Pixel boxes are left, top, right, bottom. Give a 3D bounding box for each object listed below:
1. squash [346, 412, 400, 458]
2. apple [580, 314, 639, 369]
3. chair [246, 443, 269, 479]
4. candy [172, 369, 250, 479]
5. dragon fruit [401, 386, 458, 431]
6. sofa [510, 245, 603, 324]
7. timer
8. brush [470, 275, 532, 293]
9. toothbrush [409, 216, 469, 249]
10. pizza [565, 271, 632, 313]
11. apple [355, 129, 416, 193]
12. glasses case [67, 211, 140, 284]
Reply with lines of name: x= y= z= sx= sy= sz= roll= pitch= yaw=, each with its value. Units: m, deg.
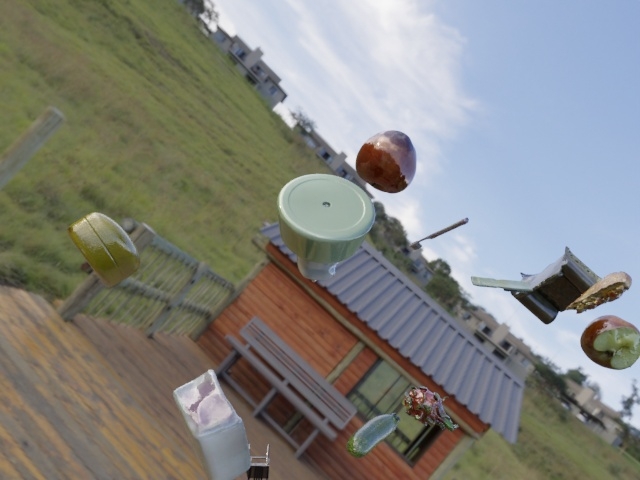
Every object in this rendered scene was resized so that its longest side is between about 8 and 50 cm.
squash: x=0.184 y=0.654 z=1.807 sx=0.087 sy=0.087 sz=0.332 roll=40 pitch=25 yaw=25
apple: x=0.992 y=0.349 z=1.817 sx=0.195 sy=0.173 sz=0.160 roll=42 pitch=-5 yaw=-3
chair: x=-0.221 y=0.831 z=1.849 sx=0.212 sy=0.084 sz=0.101 roll=-90 pitch=-178 yaw=-55
candy: x=-0.330 y=0.585 z=1.633 sx=0.208 sy=0.145 sz=0.358 roll=47 pitch=-30 yaw=35
dragon fruit: x=0.435 y=0.657 z=2.067 sx=0.236 sy=0.137 sz=0.135 roll=20 pitch=-4 yaw=12
sofa: x=0.822 y=0.178 z=1.838 sx=0.200 sy=0.182 sz=0.258 roll=41 pitch=-42 yaw=-4
timer: x=0.000 y=0.000 z=1.649 sx=0.291 sy=0.291 sz=0.315 roll=40 pitch=-38 yaw=27
brush: x=0.497 y=0.123 z=1.465 sx=0.179 sy=0.033 sz=0.030 roll=6 pitch=-34 yaw=-10
toothbrush: x=0.409 y=-0.018 z=1.848 sx=0.029 sy=0.024 sz=0.354 roll=43 pitch=-25 yaw=-5
pizza: x=0.823 y=0.166 z=1.562 sx=0.062 sy=0.199 sz=0.188 roll=57 pitch=20 yaw=11
apple: x=0.247 y=-0.287 z=1.911 sx=0.230 sy=0.230 sz=0.230 roll=42 pitch=-5 yaw=4
glasses case: x=-0.644 y=0.034 z=1.621 sx=0.173 sy=0.141 sz=0.371 roll=54 pitch=-20 yaw=5
